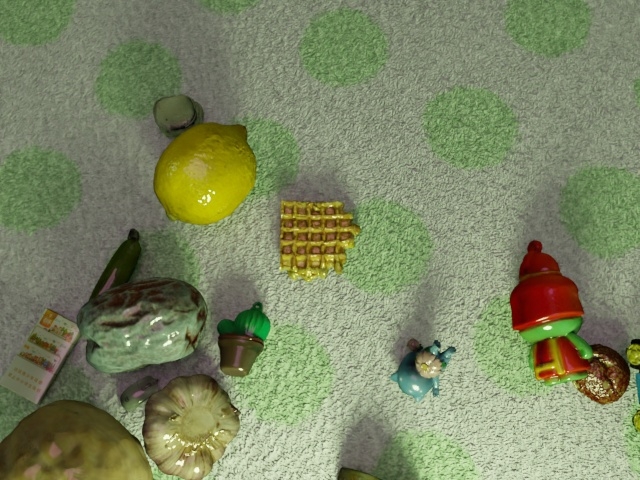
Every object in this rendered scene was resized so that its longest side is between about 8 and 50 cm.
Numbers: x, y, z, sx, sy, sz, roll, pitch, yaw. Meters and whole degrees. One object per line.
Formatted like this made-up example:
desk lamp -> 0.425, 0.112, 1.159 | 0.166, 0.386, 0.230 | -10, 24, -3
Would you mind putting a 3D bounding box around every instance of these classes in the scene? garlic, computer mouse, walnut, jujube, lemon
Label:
garlic -> -0.318, 0.448, 1.521 | 0.244, 0.160, 0.245 | 11, 66, -26
computer mouse -> -0.462, 0.386, 1.608 | 0.110, 0.032, 0.056 | -35, 75, -9
walnut -> -0.562, 0.543, 1.415 | 0.381, 0.381, 0.381 | -1, 72, 2
jujube -> -0.431, 0.202, 1.554 | 0.307, 0.246, 0.216 | -12, 84, -11
lemon -> -0.299, -0.180, 1.672 | 0.245, 0.245, 0.320 | 36, 77, 12

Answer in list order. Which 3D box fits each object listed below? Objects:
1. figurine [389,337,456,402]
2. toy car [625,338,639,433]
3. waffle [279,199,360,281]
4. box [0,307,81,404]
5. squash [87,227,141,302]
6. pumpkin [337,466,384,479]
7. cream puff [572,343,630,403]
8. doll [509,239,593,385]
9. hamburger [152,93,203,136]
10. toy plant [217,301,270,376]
figurine -> 0.262, 0.303, 1.564 | 0.114, 0.178, 0.144 | 31, 35, -6
toy car -> 0.851, 0.354, 1.479 | 0.198, 0.166, 0.314 | 8, 72, -17
waffle -> 0.000, 0.000, 1.702 | 0.219, 0.057, 0.229 | -1, 73, 1
box -> -0.724, 0.299, 1.646 | 0.122, 0.032, 0.220 | 25, 76, 10
squash -> -0.551, 0.110, 1.672 | 0.080, 0.071, 0.319 | 4, 67, 46
pumpkin -> 0.143, 0.630, 1.455 | 0.253, 0.149, 0.130 | 23, 67, 8
cream puff -> 0.693, 0.328, 1.562 | 0.149, 0.084, 0.149 | -1, 70, 2
doll -> 0.558, 0.171, 1.566 | 0.160, 0.182, 0.363 | 7, 67, -22
hamburger -> -0.412, -0.361, 1.828 | 0.140, 0.062, 0.133 | 0, 71, 4
toy plant -> -0.202, 0.245, 1.614 | 0.142, 0.105, 0.200 | 0, 54, 17
